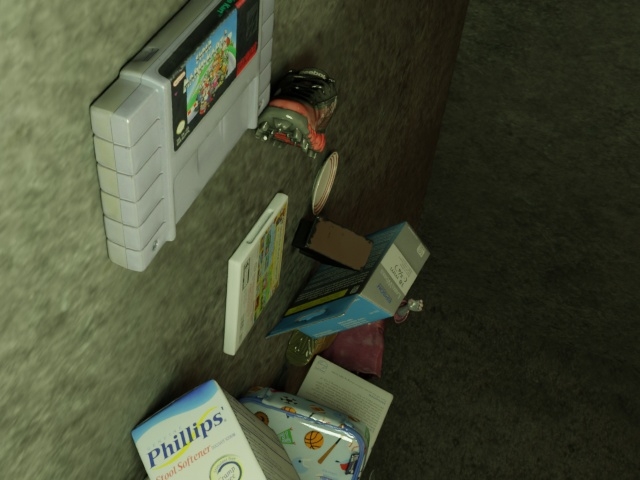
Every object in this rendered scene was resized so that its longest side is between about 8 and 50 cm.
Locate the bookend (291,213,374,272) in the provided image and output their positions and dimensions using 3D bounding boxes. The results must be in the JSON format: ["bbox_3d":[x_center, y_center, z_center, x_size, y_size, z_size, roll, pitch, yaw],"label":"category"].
[{"bbox_3d":[0.000,0.000,1.848,0.157,0.156,0.072,10,-102,57],"label":"bookend"}]

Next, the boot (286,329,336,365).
[{"bbox_3d":[0.006,0.193,2.225,0.236,0.089,0.269,-60,170,10],"label":"boot"}]

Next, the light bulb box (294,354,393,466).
[{"bbox_3d":[-0.028,0.547,2.143,0.361,0.225,0.358,-59,174,-46],"label":"light bulb box"}]

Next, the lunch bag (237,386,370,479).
[{"bbox_3d":[-0.054,0.447,1.790,0.115,0.303,0.243,-29,137,-78],"label":"lunch bag"}]

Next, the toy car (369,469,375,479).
[{"bbox_3d":[0.104,0.644,2.149,0.155,0.149,0.188,-45,142,-33],"label":"toy car"}]

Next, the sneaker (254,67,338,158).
[{"bbox_3d":[-0.034,-0.201,1.328,0.276,0.097,0.135,-22,129,-83],"label":"sneaker"}]

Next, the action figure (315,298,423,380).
[{"bbox_3d":[0.147,0.240,2.541,0.276,0.248,0.370,82,32,-68],"label":"action figure"}]

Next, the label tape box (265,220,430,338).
[{"bbox_3d":[0.064,0.119,1.915,0.240,0.106,0.334,-22,-158,42],"label":"label tape box"}]

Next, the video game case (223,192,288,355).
[{"bbox_3d":[-0.116,0.059,1.571,0.206,0.026,0.227,-58,162,-47],"label":"video game case"}]

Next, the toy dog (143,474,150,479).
[{"bbox_3d":[-0.226,0.535,1.429,0.161,0.220,0.334,-5,127,-48],"label":"toy dog"}]

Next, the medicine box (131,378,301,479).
[{"bbox_3d":[-0.112,0.390,1.288,0.149,0.289,0.263,-33,147,-1],"label":"medicine box"}]

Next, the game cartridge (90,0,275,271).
[{"bbox_3d":[-0.141,-0.160,1.020,0.230,0.068,0.355,103,12,-47],"label":"game cartridge"}]

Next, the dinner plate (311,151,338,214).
[{"bbox_3d":[0.006,-0.122,1.865,0.141,0.017,0.141,20,90,-78],"label":"dinner plate"}]
